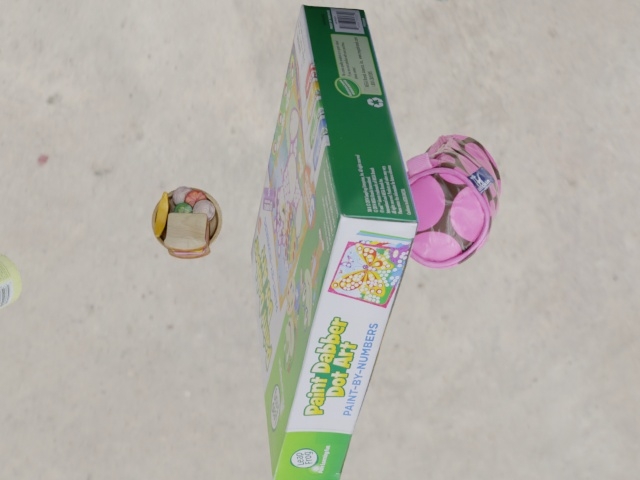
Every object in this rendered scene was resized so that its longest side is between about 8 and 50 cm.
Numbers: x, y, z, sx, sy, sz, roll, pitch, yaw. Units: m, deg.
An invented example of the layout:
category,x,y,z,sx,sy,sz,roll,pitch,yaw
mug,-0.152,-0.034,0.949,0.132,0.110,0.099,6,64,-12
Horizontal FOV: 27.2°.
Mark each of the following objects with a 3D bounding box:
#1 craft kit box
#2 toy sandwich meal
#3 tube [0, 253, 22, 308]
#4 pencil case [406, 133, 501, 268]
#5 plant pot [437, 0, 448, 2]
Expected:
category,x,y,z,sx,sy,sz,roll,pitch,yaw
craft kit box,0.000,0.000,0.953,0.060,0.250,0.247,2,129,-10
toy sandwich meal,-0.145,-0.021,1.428,0.085,0.086,0.029,-5,162,-2
tube,-0.417,0.075,1.395,0.070,0.240,0.062,41,122,11
pencil case,0.116,-0.044,1.189,0.095,0.209,0.098,-31,94,13
plant pot,0.044,-0.350,0.928,0.293,0.293,0.235,35,96,-20
